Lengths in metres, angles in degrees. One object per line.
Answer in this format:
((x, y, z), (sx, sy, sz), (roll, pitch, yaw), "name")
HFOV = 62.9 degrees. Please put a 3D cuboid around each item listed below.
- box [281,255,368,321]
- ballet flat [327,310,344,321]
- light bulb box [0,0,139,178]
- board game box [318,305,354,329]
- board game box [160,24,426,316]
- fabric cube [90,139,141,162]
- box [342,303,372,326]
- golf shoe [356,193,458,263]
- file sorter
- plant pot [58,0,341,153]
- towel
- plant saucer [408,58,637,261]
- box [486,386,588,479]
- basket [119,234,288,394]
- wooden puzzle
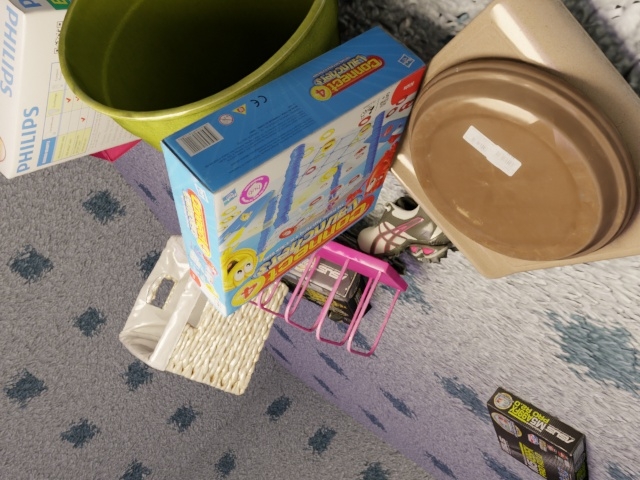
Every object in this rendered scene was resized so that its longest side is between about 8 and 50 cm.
((-0.073, 0.071, 1.385), (0.395, 0.097, 0.318), (23, 164, 16), "box")
((0.034, 0.159, 1.541), (0.049, 0.057, 0.173), (19, -139, -33), "ballet flat")
((-0.502, -0.364, 1.035), (0.225, 0.361, 0.358), (41, 129, 10), "light bulb box")
((0.032, 0.210, 1.774), (0.201, 0.035, 0.136), (33, 158, 31), "board game box")
((-0.032, -0.075, 0.678), (0.086, 0.308, 0.302), (45, 155, 18), "board game box")
((-0.641, -0.413, 1.559), (0.258, 0.259, 0.254), (20, 147, 50), "fabric cube")
((0.098, 0.204, 1.552), (0.052, 0.083, 0.062), (53, 160, -22), "box")
((0.155, -0.030, 0.985), (0.273, 0.105, 0.120), (-3, 112, 59), "golf shoe")
((-0.004, 0.098, 1.073), (0.290, 0.182, 0.202), (22, 172, 24), "file sorter")
((-0.112, -0.231, 0.788), (0.366, 0.366, 0.353), (35, 171, 27), "plant pot")
((0.000, 0.000, 1.237), (0.312, 0.056, 0.324), (32, 168, -31), "towel")
((0.212, -0.075, 0.611), (0.278, 0.041, 0.278), (36, 155, 20), "plant saucer")
((0.536, 0.500, 1.289), (0.216, 0.060, 0.270), (25, 152, 44), "box")
((-0.301, 0.182, 1.356), (0.266, 0.328, 0.331), (30, 165, -28), "basket")
((0.244, -0.105, 0.659), (0.322, 0.080, 0.348), (47, 156, -6), "wooden puzzle")
